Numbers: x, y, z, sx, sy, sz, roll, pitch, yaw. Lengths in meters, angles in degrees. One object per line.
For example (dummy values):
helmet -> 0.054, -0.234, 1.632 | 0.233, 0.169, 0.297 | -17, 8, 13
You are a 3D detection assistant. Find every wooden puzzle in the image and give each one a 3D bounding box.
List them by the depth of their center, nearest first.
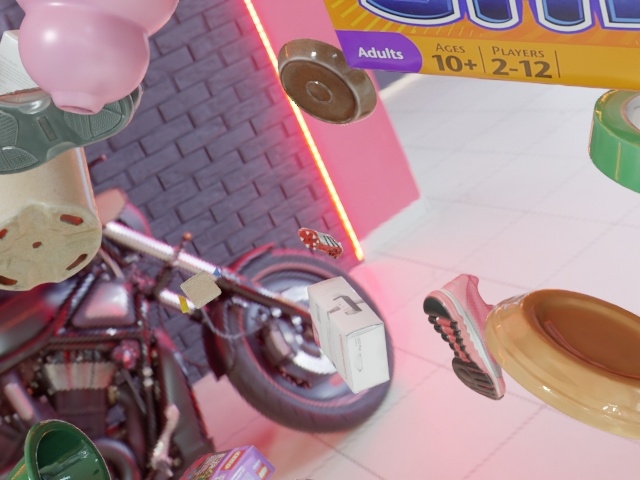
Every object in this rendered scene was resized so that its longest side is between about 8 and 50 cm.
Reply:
wooden puzzle -> -0.269, 0.111, 1.926 | 0.116, 0.014, 0.078 | -28, 63, -10

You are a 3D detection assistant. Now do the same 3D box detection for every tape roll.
tape roll -> 0.593, -0.161, 1.359 | 0.321, 0.077, 0.321 | -1, 32, 1

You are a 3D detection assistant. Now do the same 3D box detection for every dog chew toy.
dog chew toy -> -0.229, -0.296, 0.888 | 0.207, 0.331, 0.206 | 6, -4, 0

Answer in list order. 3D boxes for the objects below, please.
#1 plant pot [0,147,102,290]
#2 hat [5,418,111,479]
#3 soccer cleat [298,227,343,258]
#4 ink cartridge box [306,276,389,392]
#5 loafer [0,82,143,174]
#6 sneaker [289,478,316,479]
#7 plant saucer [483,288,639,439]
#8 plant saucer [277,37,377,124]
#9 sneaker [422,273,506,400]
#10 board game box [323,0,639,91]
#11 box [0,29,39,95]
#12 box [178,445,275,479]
plant pot -> -0.536, -0.094, 1.515 | 0.334, 0.334, 0.305 | -27, 59, -5
hat -> -0.432, 0.374, 1.229 | 0.184, 0.173, 0.208 | -31, -19, 12
soccer cleat -> 0.000, 0.000, 1.377 | 0.029, 0.083, 0.035 | -52, 22, 29
ink cartridge box -> 0.058, 0.200, 1.857 | 0.092, 0.158, 0.218 | -17, 31, -15
loafer -> -0.338, -0.145, 1.048 | 0.268, 0.096, 0.084 | -10, 23, 16
sneaker -> -0.052, 0.421, 1.386 | 0.166, 0.065, 0.076 | -28, -13, 27
plant saucer -> 0.244, 0.098, 0.757 | 0.200, 0.037, 0.200 | 15, 25, -7
plant saucer -> 0.004, -0.229, 1.287 | 0.168, 0.168, 0.029 | -1, 51, 46
sneaker -> 0.339, 0.204, 1.811 | 0.136, 0.314, 0.116 | -40, 28, -22
board game box -> 0.195, -0.361, 0.615 | 0.356, 0.356, 0.356 | 11, 57, 30
box -> -0.369, -0.226, 1.160 | 0.087, 0.101, 0.102 | -62, -8, 24
box -> -0.211, 0.436, 1.260 | 0.201, 0.057, 0.293 | -28, 18, 53
